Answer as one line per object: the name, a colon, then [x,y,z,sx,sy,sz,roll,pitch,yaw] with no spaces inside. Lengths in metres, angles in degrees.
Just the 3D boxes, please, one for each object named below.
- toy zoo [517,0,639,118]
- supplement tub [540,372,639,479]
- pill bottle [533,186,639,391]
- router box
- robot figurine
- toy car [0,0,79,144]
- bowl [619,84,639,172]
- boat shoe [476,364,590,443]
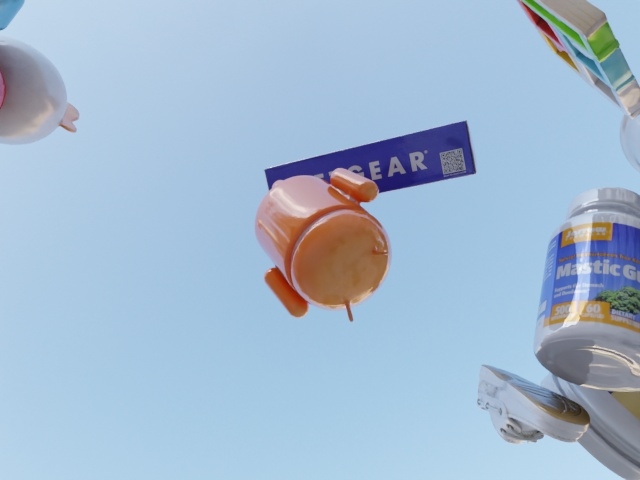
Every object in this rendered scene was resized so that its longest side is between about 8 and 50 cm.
toy zoo: [0.373,-0.281,0.656,0.293,0.192,0.030,16,-51,-44]
supplement tub: [0.551,0.195,0.723,0.241,0.241,0.331,28,-68,-16]
pill bottle: [0.398,0.056,0.640,0.152,0.272,0.152,18,-33,12]
router box: [0.110,-0.135,0.842,0.335,0.301,0.082,-10,-82,21]
robot figurine: [-0.001,0.002,0.552,0.158,0.219,0.128,-30,-52,-13]
toy car: [-0.363,-0.178,0.468,0.210,0.238,0.219,43,-83,10]
bowl: [0.697,-0.184,0.774,0.297,0.134,0.298,11,-48,12]
boat shoe: [0.309,0.266,0.693,0.098,0.277,0.096,18,-95,5]
